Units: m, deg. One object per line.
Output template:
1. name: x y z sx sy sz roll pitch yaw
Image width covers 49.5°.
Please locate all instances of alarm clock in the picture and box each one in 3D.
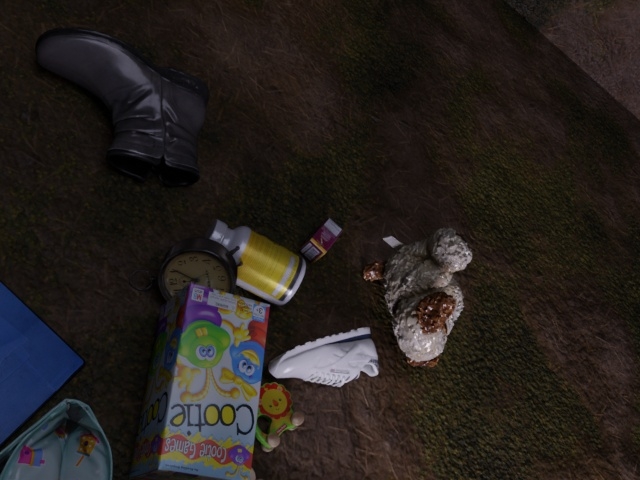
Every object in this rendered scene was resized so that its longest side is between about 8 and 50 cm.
1. alarm clock: -0.226 0.060 1.180 0.192 0.129 0.064 -5 27 -3

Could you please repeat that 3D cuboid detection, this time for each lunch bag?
1. lunch bag: -0.350 0.342 0.851 0.160 0.223 0.262 14 56 -21

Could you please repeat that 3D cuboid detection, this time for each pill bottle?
1. pill bottle: -0.127 0.037 1.267 0.184 0.103 0.103 30 50 -17

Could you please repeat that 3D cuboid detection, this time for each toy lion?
1. toy lion: -0.084 0.296 1.194 0.096 0.034 0.100 48 48 9

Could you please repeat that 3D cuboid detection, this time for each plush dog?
1. plush dog: 0.196 0.129 1.384 0.210 0.262 0.225 -3 49 1

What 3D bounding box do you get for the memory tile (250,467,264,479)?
1. memory tile: -0.101 0.434 1.079 0.148 0.012 0.113 53 44 -21

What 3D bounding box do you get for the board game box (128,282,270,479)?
1. board game box: -0.183 0.229 1.072 0.144 0.142 0.275 18 61 -25

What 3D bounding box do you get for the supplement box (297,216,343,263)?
1. supplement box: 0.000 0.000 1.409 0.043 0.055 0.083 44 47 -5

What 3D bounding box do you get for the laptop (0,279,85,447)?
1. laptop: -0.536 0.096 0.856 0.236 0.408 0.382 19 40 18

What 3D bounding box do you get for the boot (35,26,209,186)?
1. boot: -0.365 -0.239 1.269 0.338 0.118 0.223 16 61 -21

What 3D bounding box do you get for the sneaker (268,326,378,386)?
1. sneaker: 0.014 0.224 1.269 0.235 0.090 0.095 -8 78 -36
